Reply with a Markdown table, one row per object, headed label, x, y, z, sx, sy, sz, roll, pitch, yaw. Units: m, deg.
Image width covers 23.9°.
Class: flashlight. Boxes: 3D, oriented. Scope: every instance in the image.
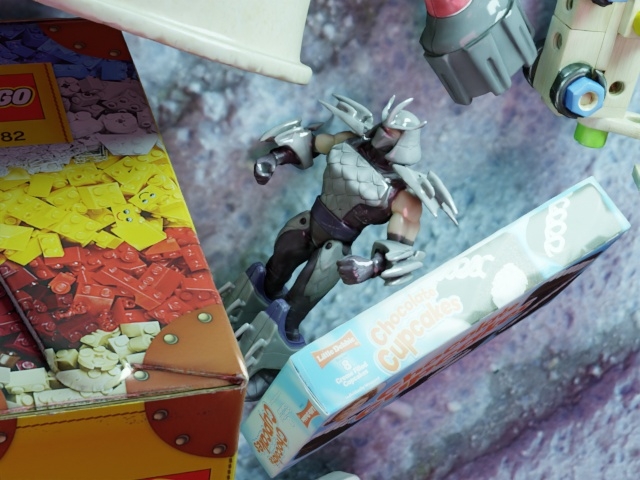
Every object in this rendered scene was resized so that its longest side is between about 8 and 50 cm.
| label | x | y | z | sx | sy | sz | roll | pitch | yaw |
| --- | --- | --- | --- | --- | --- | --- | --- | --- | --- |
| flashlight | 0.068 | -0.238 | 1.182 | 0.103 | 0.103 | 0.304 | -19 | 127 | 20 |

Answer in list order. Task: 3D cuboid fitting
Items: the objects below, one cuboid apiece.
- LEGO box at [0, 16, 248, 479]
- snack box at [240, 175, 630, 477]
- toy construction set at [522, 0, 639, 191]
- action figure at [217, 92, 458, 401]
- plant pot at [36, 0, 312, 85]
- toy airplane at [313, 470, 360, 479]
| label | x | y | z | sx | sy | sz | roll | pitch | yaw |
| --- | --- | --- | --- | --- | --- | --- | --- | --- | --- |
| LEGO box | -0.209 | 0.156 | 1.060 | 0.193 | 0.372 | 0.500 | -5 | 132 | -18 |
| snack box | 0.093 | 0.074 | 1.265 | 0.322 | 0.060 | 0.187 | -29 | 167 | -25 |
| toy construction set | 0.300 | -0.183 | 1.280 | 0.215 | 0.151 | 0.327 | 1 | 105 | -22 |
| action figure | 0.000 | 0.000 | 1.243 | 0.099 | 0.185 | 0.285 | 15 | 118 | -42 |
| plant pot | -0.114 | -0.298 | 0.975 | 0.334 | 0.334 | 0.305 | 16 | 98 | -27 |
| toy airplane | -0.002 | 0.409 | 1.374 | 0.386 | 0.272 | 0.384 | -48 | 148 | -18 |
